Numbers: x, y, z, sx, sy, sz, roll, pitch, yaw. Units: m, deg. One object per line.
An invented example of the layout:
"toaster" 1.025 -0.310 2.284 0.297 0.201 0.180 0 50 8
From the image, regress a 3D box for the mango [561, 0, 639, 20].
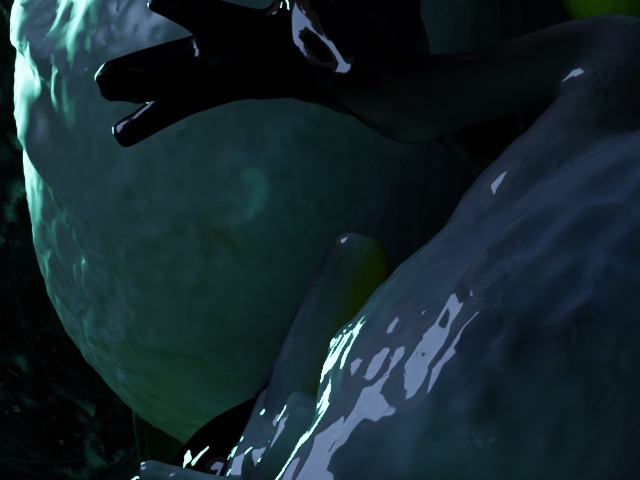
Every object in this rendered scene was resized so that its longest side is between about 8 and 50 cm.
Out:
"mango" 0.186 -0.192 0.648 0.343 0.156 0.192 -57 -6 -20

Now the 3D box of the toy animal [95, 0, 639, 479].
"toy animal" 0.039 0.040 0.446 0.090 0.195 0.324 80 -173 -52

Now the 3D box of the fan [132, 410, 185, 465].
"fan" -0.061 0.129 0.871 0.082 0.039 0.155 -56 -34 -53

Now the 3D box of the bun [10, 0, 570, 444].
"bun" -0.002 -0.073 0.772 0.362 0.211 0.362 20 -90 -78

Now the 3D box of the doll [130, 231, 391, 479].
"doll" -0.033 0.125 0.620 0.145 0.103 0.316 -39 -11 -27
